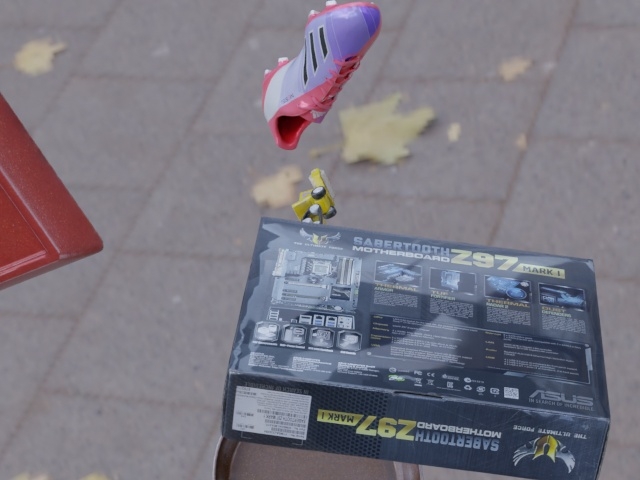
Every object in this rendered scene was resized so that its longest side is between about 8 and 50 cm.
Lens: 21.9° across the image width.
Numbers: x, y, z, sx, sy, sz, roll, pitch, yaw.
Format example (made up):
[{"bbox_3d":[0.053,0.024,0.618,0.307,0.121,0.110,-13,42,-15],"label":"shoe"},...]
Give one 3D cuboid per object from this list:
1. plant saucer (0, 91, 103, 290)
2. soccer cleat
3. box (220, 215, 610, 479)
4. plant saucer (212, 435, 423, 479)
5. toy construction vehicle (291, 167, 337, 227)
[{"bbox_3d":[-0.406,-0.038,1.765,0.258,0.259,0.047,-20,28,22],"label":"plant saucer"},{"bbox_3d":[0.004,-0.182,1.808,0.083,0.248,0.095,0,72,-26],"label":"soccer cleat"},{"bbox_3d":[0.062,0.066,1.055,0.233,0.059,0.183,8,33,0],"label":"box"},{"bbox_3d":[-0.003,0.191,1.305,0.168,0.029,0.168,4,68,-10],"label":"plant saucer"},{"bbox_3d":[0.000,0.000,1.191,0.035,0.086,0.098,-22,31,12],"label":"toy construction vehicle"}]
